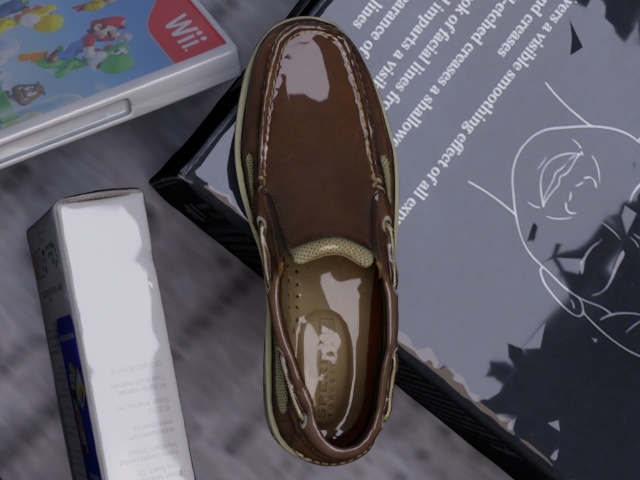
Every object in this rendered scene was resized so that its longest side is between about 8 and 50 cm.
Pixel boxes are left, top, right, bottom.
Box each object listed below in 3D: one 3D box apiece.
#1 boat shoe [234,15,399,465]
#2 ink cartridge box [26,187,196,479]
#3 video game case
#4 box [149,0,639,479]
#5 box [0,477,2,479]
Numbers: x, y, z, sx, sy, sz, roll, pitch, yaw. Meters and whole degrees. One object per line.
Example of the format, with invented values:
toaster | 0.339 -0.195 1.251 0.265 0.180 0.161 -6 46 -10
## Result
boat shoe | 0.008 -0.001 1.012 0.095 0.095 0.257 -7 92 -10
ink cartridge box | -0.121 0.159 1.141 0.069 0.176 0.371 -8 87 -15
video game case | -0.219 -0.114 1.147 0.285 0.204 0.025 -22 133 -15
box | 0.136 -0.030 1.190 0.395 0.212 0.293 39 84 -7
box | -0.202 0.186 1.139 0.036 0.136 0.225 -33 94 -15
